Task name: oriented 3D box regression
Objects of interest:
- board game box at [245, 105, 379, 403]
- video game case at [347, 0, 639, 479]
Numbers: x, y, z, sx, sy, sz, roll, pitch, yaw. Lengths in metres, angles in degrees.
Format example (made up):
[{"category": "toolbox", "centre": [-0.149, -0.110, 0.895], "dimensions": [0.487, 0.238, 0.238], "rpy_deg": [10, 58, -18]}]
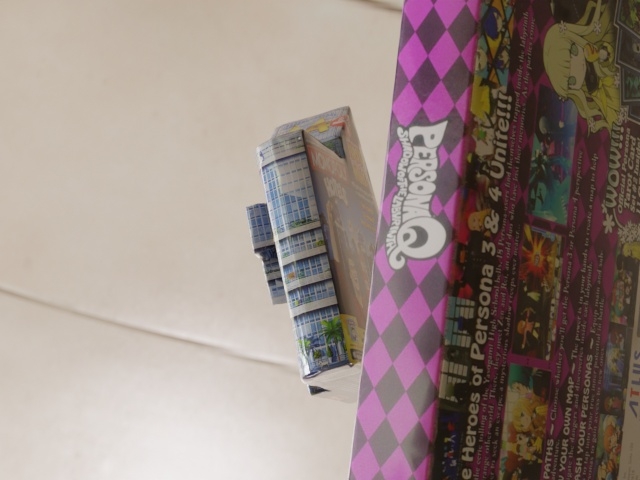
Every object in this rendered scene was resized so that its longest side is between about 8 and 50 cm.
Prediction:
[{"category": "board game box", "centre": [0.000, 0.000, 1.084], "dimensions": [0.060, 0.194, 0.194], "rpy_deg": [-16, 167, 13]}, {"category": "video game case", "centre": [0.098, -0.003, 0.667], "dimensions": [0.041, 0.232, 0.210], "rpy_deg": [2, 173, 38]}]
